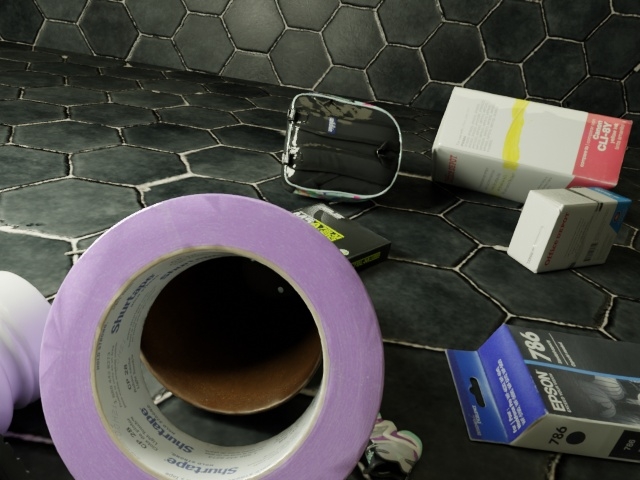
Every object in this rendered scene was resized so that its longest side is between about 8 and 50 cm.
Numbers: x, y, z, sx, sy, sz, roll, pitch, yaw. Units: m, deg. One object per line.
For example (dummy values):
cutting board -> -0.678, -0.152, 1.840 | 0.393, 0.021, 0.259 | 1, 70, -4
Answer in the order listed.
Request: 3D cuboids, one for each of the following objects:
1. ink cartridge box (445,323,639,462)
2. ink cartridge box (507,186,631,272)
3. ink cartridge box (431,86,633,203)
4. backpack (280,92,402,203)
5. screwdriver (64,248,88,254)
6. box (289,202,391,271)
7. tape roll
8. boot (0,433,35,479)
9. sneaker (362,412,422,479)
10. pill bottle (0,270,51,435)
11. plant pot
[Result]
ink cartridge box -> 0.341, 0.191, 0.612 | 0.333, 0.065, 0.165 | 7, 28, -2
ink cartridge box -> 0.498, -0.025, 0.972 | 0.203, 0.148, 0.086 | -4, 29, -24
ink cartridge box -> 0.481, -0.208, 1.174 | 0.385, 0.160, 0.279 | 16, -6, 14
backpack -> 0.046, -0.194, 1.075 | 0.254, 0.224, 0.191 | 7, -3, -3
screwdriver -> -0.333, 0.005, 0.808 | 0.170, 0.024, 0.025 | -6, 60, -22
box -> 0.000, 0.000, 0.890 | 0.184, 0.045, 0.191 | -20, 40, -39
tape roll -> -0.086, 0.101, 0.421 | 0.275, 0.274, 0.090 | 10, -5, 2
boot -> -0.247, 0.207, 0.247 | 0.094, 0.246, 0.207 | -24, 20, 16
sneaker -> 0.052, 0.215, 0.504 | 0.098, 0.038, 0.069 | 20, 29, 21
pill bottle -> -0.367, 0.142, 0.388 | 0.161, 0.160, 0.283 | 20, 30, 20
plant pot -> -0.084, 0.060, 0.610 | 0.216, 0.215, 0.230 | 12, 14, 5
